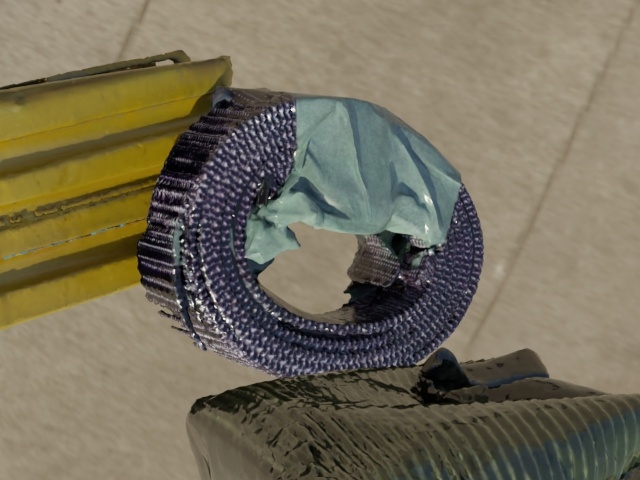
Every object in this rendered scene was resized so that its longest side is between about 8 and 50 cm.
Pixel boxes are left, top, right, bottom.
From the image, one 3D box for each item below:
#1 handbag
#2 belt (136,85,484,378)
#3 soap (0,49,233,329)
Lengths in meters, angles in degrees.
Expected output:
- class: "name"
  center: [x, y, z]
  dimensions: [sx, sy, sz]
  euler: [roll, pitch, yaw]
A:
- class: "handbag"
  center: [0.085, 0.182, 0.939]
  dimensions: [0.240, 0.341, 0.247]
  euler: [-17, 98, -18]
- class: "belt"
  center: [0.000, 0.000, 1.485]
  dimensions: [0.325, 0.122, 0.260]
  euler: [12, 88, -30]
- class: "soap"
  center: [-0.215, -0.053, 1.456]
  dimensions: [0.324, 0.096, 0.204]
  euler: [-17, 110, -40]
